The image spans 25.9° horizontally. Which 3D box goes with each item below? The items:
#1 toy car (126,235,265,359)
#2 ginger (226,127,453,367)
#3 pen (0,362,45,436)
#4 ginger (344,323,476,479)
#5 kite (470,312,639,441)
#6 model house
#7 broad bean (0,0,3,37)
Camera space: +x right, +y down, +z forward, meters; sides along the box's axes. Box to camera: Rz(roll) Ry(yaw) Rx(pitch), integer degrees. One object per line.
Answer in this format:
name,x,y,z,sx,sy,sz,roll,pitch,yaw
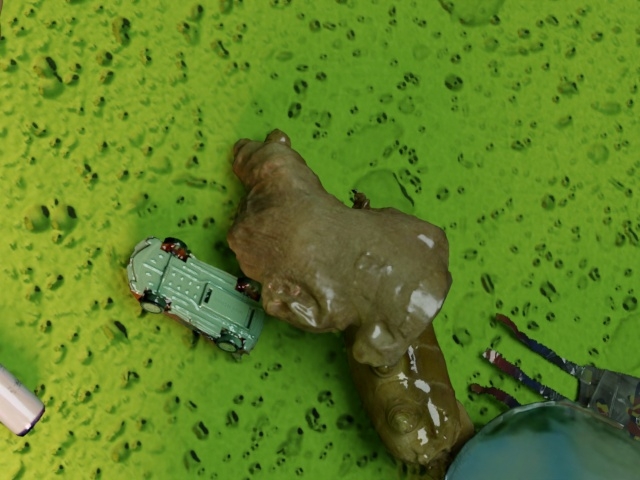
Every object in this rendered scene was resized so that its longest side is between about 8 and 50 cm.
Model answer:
toy car,-0.095,0.043,1.055,0.122,0.035,0.059,28,61,-20
ginger,-0.002,0.004,1.062,0.213,0.074,0.137,35,58,11
pen,-0.289,0.034,0.943,0.269,0.033,0.033,46,61,-15
ginger,0.062,0.105,1.108,0.115,0.081,0.205,-29,95,-44
kite,0.235,0.154,1.243,0.245,0.015,0.141,32,63,-23
model house,0.189,0.308,1.111,0.226,0.241,0.261,21,47,20
broad bean,-0.322,-0.127,0.908,0.263,0.121,0.189,-29,72,-22
